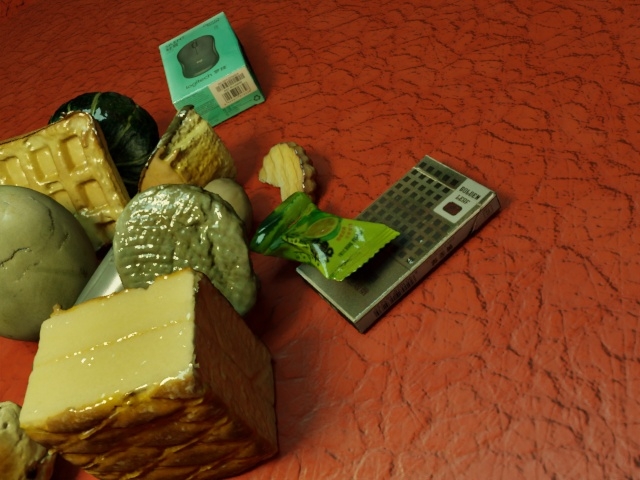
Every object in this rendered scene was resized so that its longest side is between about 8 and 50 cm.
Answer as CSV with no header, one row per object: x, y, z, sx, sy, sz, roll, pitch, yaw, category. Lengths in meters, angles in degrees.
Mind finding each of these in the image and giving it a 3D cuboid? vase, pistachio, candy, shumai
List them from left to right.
-0.388,0.140,1.221,0.300,0.156,0.251,-53,14,-13,vase
-0.217,0.025,1.139,0.222,0.271,0.203,-19,13,1,shumai
-0.198,-0.033,1.292,0.125,0.124,0.184,8,57,32,pistachio
0.000,0.000,1.140,0.246,0.069,0.149,19,58,45,candy

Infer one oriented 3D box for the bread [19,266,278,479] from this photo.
-0.234,0.219,0.982,0.279,0.279,0.207,-18,47,8,bread

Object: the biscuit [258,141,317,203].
-0.053,-0.136,1.348,0.183,0.061,0.118,49,123,45,biscuit

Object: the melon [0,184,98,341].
-0.579,0.040,1.276,0.269,0.330,0.268,-15,41,14,melon

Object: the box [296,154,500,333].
0.131,-0.003,1.151,0.325,0.047,0.180,-41,44,-10,box

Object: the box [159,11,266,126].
-0.279,-0.425,1.681,0.205,0.118,0.311,-25,45,3,box

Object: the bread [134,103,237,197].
-0.283,-0.121,1.371,0.163,0.262,0.204,34,66,4,bread

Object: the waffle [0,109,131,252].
-0.575,-0.096,1.420,0.348,0.304,0.077,-16,17,12,waffle

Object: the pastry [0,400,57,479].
-0.534,0.391,1.072,0.237,0.170,0.255,-8,55,49,pastry

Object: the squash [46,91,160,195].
-0.488,-0.211,1.508,0.252,0.252,0.165,-15,37,15,squash
